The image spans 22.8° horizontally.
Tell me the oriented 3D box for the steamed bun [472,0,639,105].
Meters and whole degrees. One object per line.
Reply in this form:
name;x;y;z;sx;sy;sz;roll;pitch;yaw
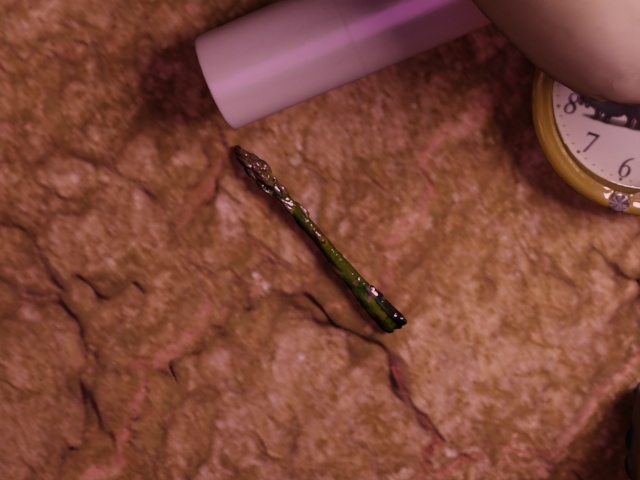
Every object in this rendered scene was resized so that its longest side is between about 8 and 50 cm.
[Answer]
steamed bun;0.262;-0.265;1.138;0.312;0.233;0.334;42;72;-13

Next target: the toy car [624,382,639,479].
toy car;0.445;0.255;1.421;0.336;0.242;0.226;6;111;-2

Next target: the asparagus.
asparagus;0.000;0.000;1.426;0.233;0.023;0.022;49;61;-19

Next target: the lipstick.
lipstick;0.061;-0.192;1.305;0.327;0.087;0.087;-22;112;9

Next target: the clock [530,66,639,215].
clock;0.292;-0.134;1.350;0.237;0.057;0.237;-1;115;-2
